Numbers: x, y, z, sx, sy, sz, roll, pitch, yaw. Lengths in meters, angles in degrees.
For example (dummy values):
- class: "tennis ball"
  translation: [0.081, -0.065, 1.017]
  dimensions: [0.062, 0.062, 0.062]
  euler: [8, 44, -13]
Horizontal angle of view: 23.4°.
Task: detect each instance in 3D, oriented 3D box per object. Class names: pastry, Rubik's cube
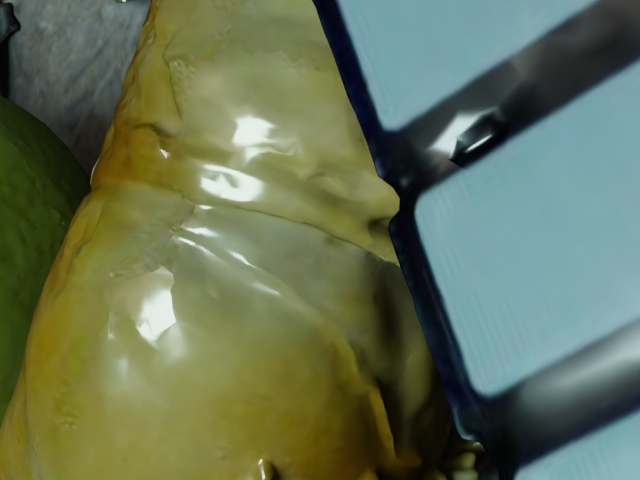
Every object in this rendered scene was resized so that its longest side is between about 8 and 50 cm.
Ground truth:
- class: "pastry"
  translation: [0.000, 0.000, 0.620]
  dimensions: [0.284, 0.184, 0.315]
  euler: [134, 155, -79]
- class: "Rubik's cube"
  translation: [0.205, -0.023, 0.399]
  dimensions: [0.294, 0.288, 0.283]
  euler: [-33, 61, 27]

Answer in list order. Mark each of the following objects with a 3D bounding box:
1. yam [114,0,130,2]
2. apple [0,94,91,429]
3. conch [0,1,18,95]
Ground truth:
- class: "yam"
  translation: [-0.103, -0.281, 0.836]
  dimensions: [0.161, 0.161, 0.268]
  euler: [-7, 71, 40]
- class: "apple"
  translation: [-0.244, 0.039, 0.786]
  dimensions: [0.292, 0.292, 0.254]
  euler: [29, 127, 42]
- class: "conch"
  translation: [-0.318, -0.063, 0.962]
  dimensions: [0.183, 0.149, 0.274]
  euler: [16, 87, 46]
